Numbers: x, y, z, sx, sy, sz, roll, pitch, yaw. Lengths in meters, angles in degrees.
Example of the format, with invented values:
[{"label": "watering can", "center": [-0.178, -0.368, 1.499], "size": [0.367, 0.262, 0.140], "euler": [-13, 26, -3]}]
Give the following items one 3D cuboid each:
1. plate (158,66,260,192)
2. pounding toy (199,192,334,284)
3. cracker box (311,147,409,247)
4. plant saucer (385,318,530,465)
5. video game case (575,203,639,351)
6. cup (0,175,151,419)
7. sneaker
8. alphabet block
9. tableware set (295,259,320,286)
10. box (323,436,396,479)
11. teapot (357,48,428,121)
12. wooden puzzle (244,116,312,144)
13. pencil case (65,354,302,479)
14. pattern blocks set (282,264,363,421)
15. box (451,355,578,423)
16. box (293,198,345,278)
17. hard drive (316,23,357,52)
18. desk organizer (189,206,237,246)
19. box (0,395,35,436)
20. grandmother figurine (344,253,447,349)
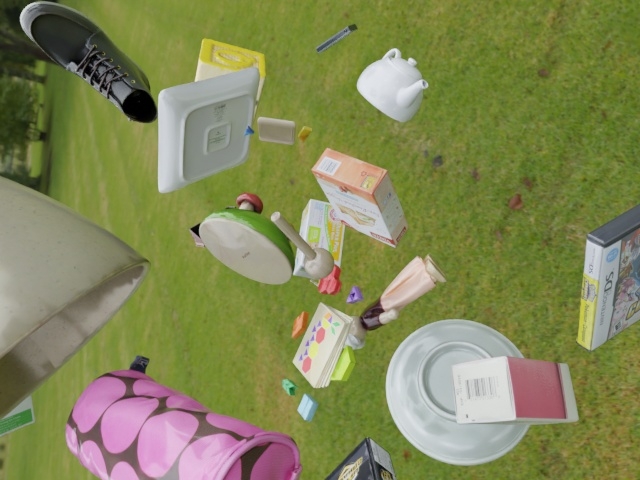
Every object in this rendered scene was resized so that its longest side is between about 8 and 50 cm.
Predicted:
[{"label": "plate", "center": [-0.254, -0.253, 1.311], "size": [0.045, 0.277, 0.277], "euler": [40, 137, 25]}, {"label": "pounding toy", "center": [-0.090, -0.018, 0.972], "size": [0.237, 0.183, 0.110], "euler": [-1, 50, 40]}, {"label": "cracker box", "center": [0.091, -0.088, 1.203], "size": [0.156, 0.232, 0.067], "euler": [25, 74, 31]}, {"label": "plant saucer", "center": [0.373, 0.387, 1.489], "size": [0.100, 0.401, 0.400], "euler": [69, -174, -59]}, {"label": "video game case", "center": [0.554, 0.036, 0.941], "size": [0.035, 0.275, 0.248], "euler": [44, 155, 50]}, {"label": "cup", "center": [-0.376, 0.054, 0.542], "size": [0.237, 0.331, 0.331], "euler": [45, 133, -2]}, {"label": "sneaker", "center": [-0.344, -0.274, 0.856], "size": [0.083, 0.222, 0.118], "euler": [-48, 49, 11]}, {"label": "alphabet block", "center": [-0.274, -0.445, 1.619], "size": [0.193, 0.193, 0.197], "euler": [-101, 26, -50]}, {"label": "tableware set", "center": [-0.044, 0.126, 2.139], "size": [0.154, 0.104, 0.024], "euler": [36, 97, 10]}, {"label": "box", "center": [0.029, 0.555, 1.012], "size": [0.295, 0.073, 0.293], "euler": [-47, 9, 9]}, {"label": "teapot", "center": [0.263, -0.548, 1.915], "size": [0.256, 0.252, 0.187], "euler": [42, 115, 12]}, {"label": "wooden puzzle", "center": [-0.077, -0.199, 1.001], "size": [0.078, 0.117, 0.014], "euler": [121, 157, -69]}, {"label": "pencil case", "center": [-0.106, 0.157, 0.423], "size": [0.209, 0.098, 0.095], "euler": [7, 79, 44]}, {"label": "pattern blocks set", "center": [0.006, 0.242, 1.312], "size": [0.324, 0.026, 0.285], "euler": [-61, 29, 11]}, {"label": "box", "center": [0.418, 0.328, 1.194], "size": [0.149, 0.233, 0.126], "euler": [-26, 58, 47]}, {"label": "box", "center": [0.000, 0.000, 1.569], "size": [0.103, 0.114, 0.203], "euler": [127, 152, -66]}, {"label": "hard drive", "center": [0.055, -0.686, 1.882], "size": [0.135, 0.094, 0.022], "euler": [-25, 104, 29]}, {"label": "desk organizer", "center": [-0.267, -0.037, 1.426], "size": [0.047, 0.130, 0.050], "euler": [4, 123, 53]}, {"label": "box", "center": [-0.821, 0.445, 1.445], "size": [0.102, 0.101, 0.087], "euler": [1, 99, 37]}, {"label": "grandmother figurine", "center": [0.174, 0.172, 1.473], "size": [0.342, 0.208, 0.104], "euler": [-40, 82, 13]}]
